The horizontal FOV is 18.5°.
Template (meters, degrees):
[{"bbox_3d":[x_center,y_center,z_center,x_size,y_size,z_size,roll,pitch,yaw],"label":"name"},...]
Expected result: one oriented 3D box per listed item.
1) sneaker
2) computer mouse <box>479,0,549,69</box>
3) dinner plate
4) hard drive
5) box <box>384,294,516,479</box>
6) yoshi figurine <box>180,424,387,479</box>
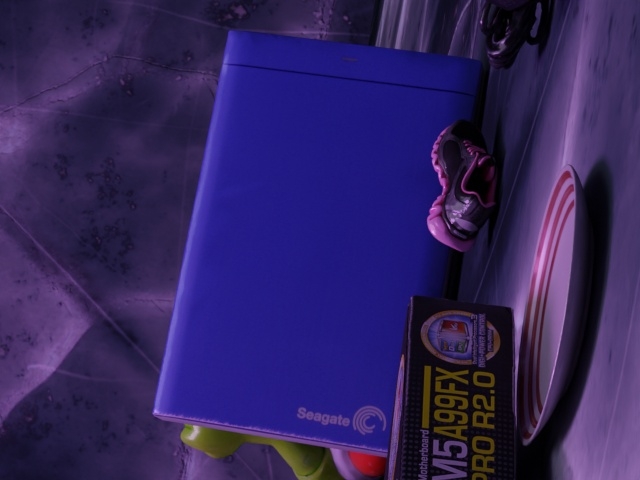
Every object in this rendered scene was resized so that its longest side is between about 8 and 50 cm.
[{"bbox_3d":[0.108,-0.048,1.390,0.057,0.047,0.119,-53,22,41],"label":"sneaker"},{"bbox_3d":[0.130,-0.213,1.158,0.272,0.072,0.189,34,-117,-79],"label":"computer mouse"},{"bbox_3d":[0.117,0.033,0.975,0.141,0.017,0.141,-170,90,-88],"label":"dinner plate"},{"bbox_3d":[0.000,0.000,1.558,0.040,0.210,0.319,51,-132,-74],"label":"hard drive"},{"bbox_3d":[0.058,0.201,1.054,0.216,0.060,0.270,-84,0,-50],"label":"box"},{"bbox_3d":[-0.012,0.190,1.634,0.203,0.203,0.362,83,-167,-70],"label":"yoshi figurine"}]
